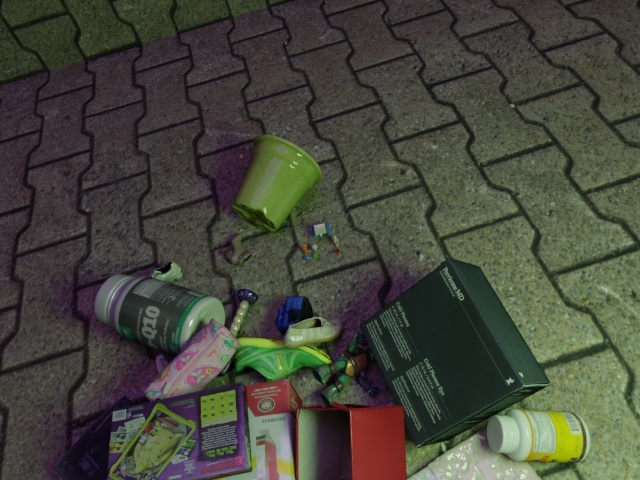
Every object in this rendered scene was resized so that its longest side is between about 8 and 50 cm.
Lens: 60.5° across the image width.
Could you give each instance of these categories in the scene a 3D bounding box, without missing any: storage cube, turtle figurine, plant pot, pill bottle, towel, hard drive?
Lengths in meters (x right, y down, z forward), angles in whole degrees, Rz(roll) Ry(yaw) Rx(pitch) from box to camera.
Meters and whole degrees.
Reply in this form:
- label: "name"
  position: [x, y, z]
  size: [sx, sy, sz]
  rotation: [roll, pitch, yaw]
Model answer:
- label: "storage cube"
  position: [0.072, 0.488, 1.292]
  size: [0.183, 0.193, 0.215]
  rotation: [-16, 71, 44]
- label: "turtle figurine"
  position: [0.097, 0.349, 1.517]
  size: [0.234, 0.118, 0.175]
  rotation: [-26, 93, -22]
- label: "plant pot"
  position: [-0.172, -0.181, 1.910]
  size: [0.276, 0.276, 0.254]
  rotation: [21, 71, 25]
- label: "pill bottle"
  position: [0.510, 0.461, 1.296]
  size: [0.214, 0.117, 0.117]
  rotation: [6, 51, -10]
- label: "pill bottle"
  position: [-0.493, 0.227, 1.678]
  size: [0.360, 0.204, 0.204]
  rotation: [13, 57, 22]
- label: "towel"
  position: [0.387, 0.634, 1.271]
  size: [0.316, 0.053, 0.332]
  rotation: [-27, 53, -9]
- label: "hard drive"
  position: [-0.586, 0.578, 1.521]
  size: [0.172, 0.054, 0.255]
  rotation: [29, 63, 29]

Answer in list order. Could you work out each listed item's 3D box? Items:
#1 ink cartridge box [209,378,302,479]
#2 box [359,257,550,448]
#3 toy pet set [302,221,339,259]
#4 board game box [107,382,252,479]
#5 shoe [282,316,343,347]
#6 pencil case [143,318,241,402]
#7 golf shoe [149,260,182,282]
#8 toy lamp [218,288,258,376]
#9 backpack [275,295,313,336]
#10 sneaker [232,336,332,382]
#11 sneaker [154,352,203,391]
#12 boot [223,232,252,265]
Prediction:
- label: "ink cartridge box"
  position: [-0.184, 0.573, 1.369]
  size: [0.279, 0.160, 0.385]
  rotation: [-10, 52, 5]
- label: "box"
  position: [0.319, 0.276, 1.359]
  size: [0.312, 0.178, 0.343]
  rotation: [-41, 57, 28]
- label: "toy pet set"
  position: [0.000, 0.000, 1.854]
  size: [0.122, 0.065, 0.114]
  rotation: [-12, 86, 7]
- label: "board game box"
  position: [-0.343, 0.484, 1.334]
  size: [0.346, 0.056, 0.208]
  rotation: [-12, 52, 5]
- label: "shoe"
  position: [-0.015, 0.255, 1.576]
  size: [0.219, 0.058, 0.076]
  rotation: [-8, 19, -44]
- label: "pencil case"
  position: [-0.349, 0.350, 1.495]
  size: [0.284, 0.124, 0.124]
  rotation: [-46, 57, -12]
- label: "golf shoe"
  position: [-0.556, 0.125, 1.846]
  size: [0.176, 0.086, 0.069]
  rotation: [-32, 55, -11]
- label: "toy lamp"
  position: [-0.267, 0.278, 1.670]
  size: [0.080, 0.080, 0.275]
  rotation: [5, 53, 16]
- label: "backpack"
  position: [-0.078, 0.227, 1.656]
  size: [0.101, 0.098, 0.120]
  rotation: [-1, 53, 17]
- label: "sneaker"
  position: [-0.111, 0.348, 1.583]
  size: [0.295, 0.109, 0.124]
  rotation: [5, 83, 10]
- label: "sneaker"
  position: [-0.402, 0.411, 1.600]
  size: [0.092, 0.088, 0.225]
  rotation: [-38, 64, -22]
- label: "boot"
  position: [-0.273, 0.034, 1.888]
  size: [0.086, 0.042, 0.118]
  rotation: [24, 62, 20]
